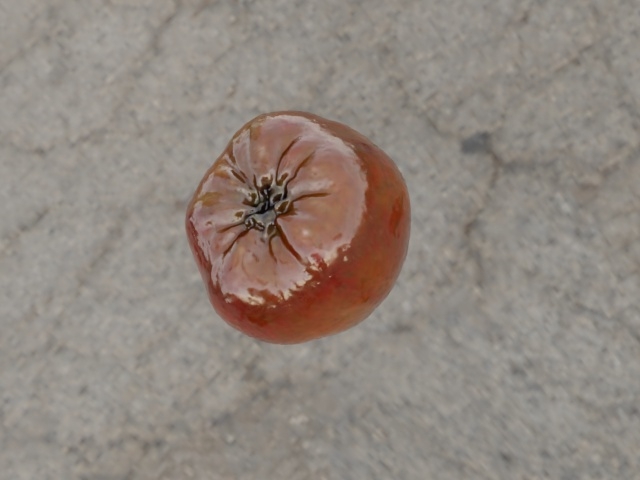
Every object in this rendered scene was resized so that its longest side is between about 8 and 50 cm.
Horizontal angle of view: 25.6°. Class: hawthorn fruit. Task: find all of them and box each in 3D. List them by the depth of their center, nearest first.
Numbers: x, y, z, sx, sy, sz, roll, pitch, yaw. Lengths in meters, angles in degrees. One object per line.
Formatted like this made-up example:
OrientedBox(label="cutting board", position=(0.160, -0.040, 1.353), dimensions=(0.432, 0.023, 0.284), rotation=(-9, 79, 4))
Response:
OrientedBox(label="hawthorn fruit", position=(-0.011, -0.006, 0.762), dimensions=(0.125, 0.125, 0.140), rotation=(-38, 2, 4))
